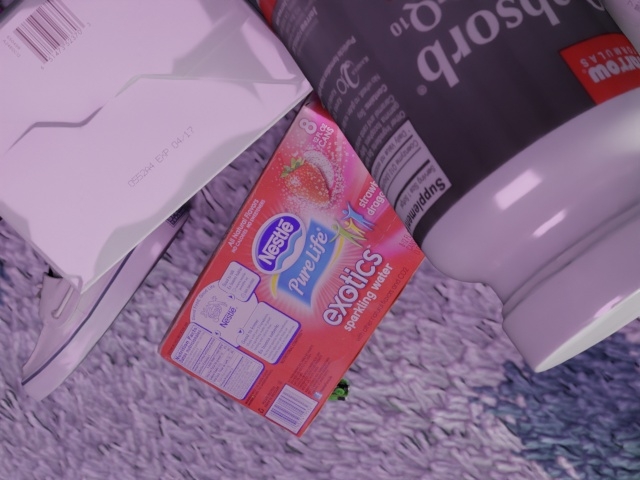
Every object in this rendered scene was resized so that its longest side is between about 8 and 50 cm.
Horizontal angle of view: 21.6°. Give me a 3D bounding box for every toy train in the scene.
[{"bbox_3d":[-0.011,0.144,1.609,0.083,0.017,0.024,1,130,16],"label":"toy train"}]

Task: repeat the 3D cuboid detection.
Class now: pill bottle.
[{"bbox_3d":[0.126,-0.101,1.222,0.210,0.210,0.363,-42,74,32],"label":"pill bottle"}]

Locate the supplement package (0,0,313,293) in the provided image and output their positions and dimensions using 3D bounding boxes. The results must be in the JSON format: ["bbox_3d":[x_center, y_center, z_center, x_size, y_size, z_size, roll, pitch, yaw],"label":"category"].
[{"bbox_3d":[-0.164,-0.130,1.362,0.262,0.145,0.204,-41,104,11],"label":"supplement package"}]

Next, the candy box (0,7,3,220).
[{"bbox_3d":[-0.329,-0.092,1.524,0.233,0.071,0.159,-35,106,31],"label":"candy box"}]

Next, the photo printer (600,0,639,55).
[{"bbox_3d":[0.336,-0.188,1.203,0.307,0.107,0.256,35,132,20],"label":"photo printer"}]

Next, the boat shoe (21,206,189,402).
[{"bbox_3d":[-0.221,0.042,1.572,0.084,0.095,0.258,37,113,-3],"label":"boat shoe"}]

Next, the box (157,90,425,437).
[{"bbox_3d":[0.000,0.000,1.440,0.154,0.142,0.300,30,124,-3],"label":"box"}]
